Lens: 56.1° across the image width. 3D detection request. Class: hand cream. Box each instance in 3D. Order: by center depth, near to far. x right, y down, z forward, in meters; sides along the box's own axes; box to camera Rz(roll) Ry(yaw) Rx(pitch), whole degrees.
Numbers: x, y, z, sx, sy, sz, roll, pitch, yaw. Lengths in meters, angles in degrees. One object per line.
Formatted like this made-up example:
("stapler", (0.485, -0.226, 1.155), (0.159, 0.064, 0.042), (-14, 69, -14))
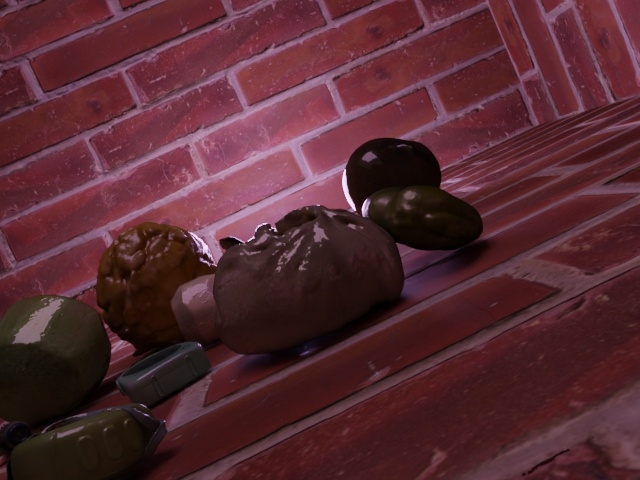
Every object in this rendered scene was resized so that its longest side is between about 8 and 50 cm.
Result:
("hand cream", (-0.459, 0.315, 1.549), (0.036, 0.023, 0.122), (-19, 12, 47))

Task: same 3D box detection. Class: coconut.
("coconut", (-0.263, 0.164, 1.438), (0.162, 0.161, 0.161), (-23, 5, -8))
("coconut", (-0.656, 0.275, 1.459), (0.328, 0.281, 0.328), (-52, 18, 25))

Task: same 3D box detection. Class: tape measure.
("tape measure", (-0.305, 0.278, 0.776), (0.200, 0.106, 0.175), (-21, -8, 21))

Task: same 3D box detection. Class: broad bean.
("broad bean", (0.198, -0.043, 1.173), (0.238, 0.119, 0.291), (10, 2, 11))

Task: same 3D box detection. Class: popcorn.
("popcorn", (-0.455, 0.122, 1.681), (0.344, 0.390, 0.354), (-41, 40, -7))

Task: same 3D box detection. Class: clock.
("clock", (-0.320, 0.262, 1.188), (0.159, 0.066, 0.211), (-28, 6, -31))

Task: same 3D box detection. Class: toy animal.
("toy animal", (-0.166, 0.073, 1.936), (0.272, 0.160, 0.197), (19, -34, -37))

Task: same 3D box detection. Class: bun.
("bun", (-0.040, 0.058, 1.104), (0.365, 0.219, 0.365), (-22, 4, 2))

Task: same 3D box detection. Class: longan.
("longan", (0.233, -0.196, 1.975), (0.319, 0.319, 0.319), (-25, 5, 2))

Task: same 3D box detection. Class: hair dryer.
("hair dryer", (-0.667, 0.443, 1.196), (0.199, 0.067, 0.167), (-45, 5, -29))

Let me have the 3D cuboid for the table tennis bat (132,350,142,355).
("table tennis bat", (-0.509, 0.313, 1.845), (0.095, 0.014, 0.158), (-23, 8, 35))
